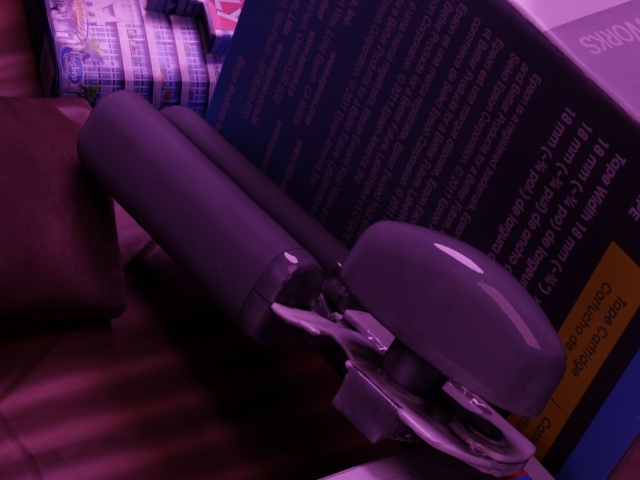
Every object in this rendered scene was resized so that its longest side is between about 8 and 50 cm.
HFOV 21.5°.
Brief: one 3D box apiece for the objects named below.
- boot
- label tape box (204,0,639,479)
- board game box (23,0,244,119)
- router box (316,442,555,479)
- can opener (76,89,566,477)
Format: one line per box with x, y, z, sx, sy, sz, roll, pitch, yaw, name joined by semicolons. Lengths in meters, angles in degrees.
-0.174;0.023;0.749;0.207;0.090;0.248;7;58;-36;boot
0.094;-0.010;0.773;0.106;0.240;0.333;-22;59;-37;label tape box
-0.070;-0.147;0.970;0.194;0.060;0.194;-2;49;-20;board game box
0.046;0.224;0.576;0.335;0.082;0.301;-9;50;-49;router box
0.000;0.000;0.743;0.076;0.095;0.283;13;24;-49;can opener
